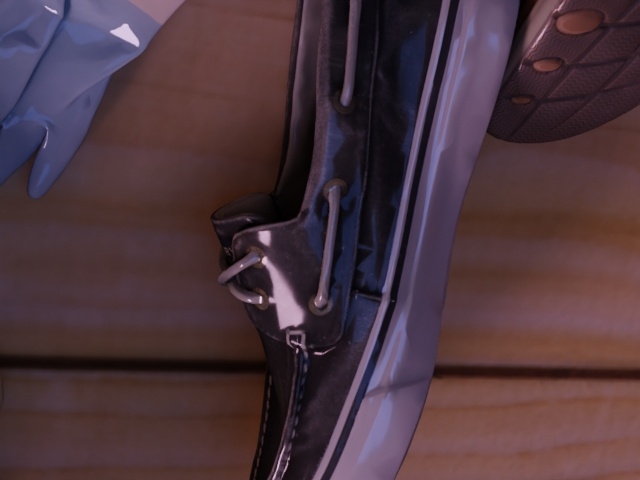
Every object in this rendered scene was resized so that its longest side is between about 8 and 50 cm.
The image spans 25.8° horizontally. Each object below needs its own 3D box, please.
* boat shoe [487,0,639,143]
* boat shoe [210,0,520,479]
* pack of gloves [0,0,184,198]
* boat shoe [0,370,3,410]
[{"bbox_3d":[0.169,-0.191,0.690,0.123,0.116,0.324,9,127,-38],"label":"boat shoe"},{"bbox_3d":[0.000,0.000,0.715,0.119,0.121,0.335,12,95,-15],"label":"boat shoe"},{"bbox_3d":[-0.161,-0.138,0.643,0.195,0.046,0.232,32,108,-26],"label":"pack of gloves"},{"bbox_3d":[-0.219,0.025,0.650,0.080,0.073,0.223,-23,120,-1],"label":"boat shoe"}]
